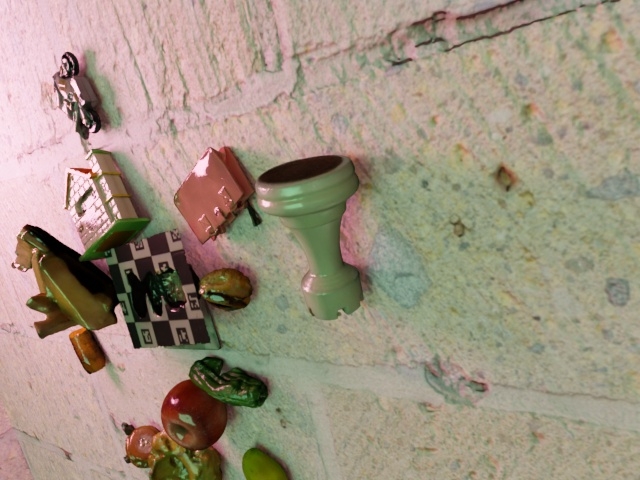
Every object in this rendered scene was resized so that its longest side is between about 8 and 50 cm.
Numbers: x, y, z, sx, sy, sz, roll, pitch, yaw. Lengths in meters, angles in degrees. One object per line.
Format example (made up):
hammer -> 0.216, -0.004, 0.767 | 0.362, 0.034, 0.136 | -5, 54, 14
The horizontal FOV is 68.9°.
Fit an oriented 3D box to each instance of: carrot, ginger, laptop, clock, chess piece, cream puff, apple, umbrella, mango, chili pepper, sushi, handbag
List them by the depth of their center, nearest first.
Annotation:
chess piece -> 0.000, 0.000, 0.907 | 0.194, 0.194, 0.299 | 2, 117, 34
umbrella -> -0.159, -0.062, 1.087 | 0.083, 0.020, 0.031 | 62, 161, 1
handbag -> -0.254, -0.104, 1.101 | 0.212, 0.059, 0.157 | -42, 75, 37
cream puff -> -0.232, 0.118, 1.146 | 0.119, 0.133, 0.104 | 157, 131, -67
sushi -> -0.409, 0.128, 1.256 | 0.373, 0.100, 0.296 | -14, 93, 39
chili pepper -> -0.258, 0.393, 1.277 | 0.253, 0.099, 0.083 | 14, 124, 30
mango -> -0.158, 0.670, 1.327 | 0.163, 0.089, 0.117 | 35, 132, 34
clock -> -0.635, -0.106, 1.341 | 0.220, 0.106, 0.255 | -34, 76, 30
apple -> -0.361, 0.500, 1.358 | 0.201, 0.162, 0.201 | 11, 119, 20
ginger -> -0.786, 0.126, 1.365 | 0.413, 0.211, 0.358 | 23, 158, 46
laptop -> -0.407, 0.234, 1.373 | 0.269, 0.015, 0.188 | -9, 102, 37
cream puff -> -0.448, 0.727, 1.485 | 0.282, 0.185, 0.282 | 16, 119, 32
cream puff -> -0.611, 0.727, 1.636 | 0.144, 0.126, 0.103 | 42, 142, 25
carrot -> -0.851, 0.400, 1.704 | 0.082, 0.082, 0.173 | -27, 92, 38

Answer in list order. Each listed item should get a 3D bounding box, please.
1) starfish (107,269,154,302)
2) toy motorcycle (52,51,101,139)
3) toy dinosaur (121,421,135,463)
starfish -> -0.545, 0.100, 1.395 | 0.176, 0.053, 0.208 | -41, 84, 30
toy motorcycle -> -0.681, -0.391, 1.291 | 0.152, 0.073, 0.225 | -15, 97, 39
toy dinosaur -> -0.702, 0.774, 1.784 | 0.179, 0.087, 0.187 | 162, 100, -74
